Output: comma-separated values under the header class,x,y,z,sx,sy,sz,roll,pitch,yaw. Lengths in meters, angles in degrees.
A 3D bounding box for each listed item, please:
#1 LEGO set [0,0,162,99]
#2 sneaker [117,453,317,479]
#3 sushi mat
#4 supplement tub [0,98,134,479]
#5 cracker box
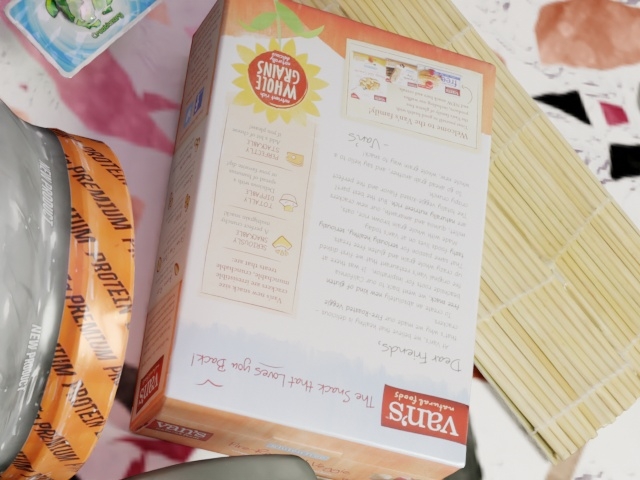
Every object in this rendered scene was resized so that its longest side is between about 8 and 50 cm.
class,x,y,z,sx,sy,sz,roll,pitch,yaw
LEGO set,-0.187,-0.147,0.946,0.182,0.060,0.244,47,63,-2
sneaker,-0.090,0.173,0.800,0.227,0.087,0.130,-17,76,-31
sushi mat,0.081,-0.036,1.040,0.151,0.019,0.316,-36,85,-36
supplement tub,-0.246,0.010,0.728,0.316,0.193,0.193,8,62,-26
cracker box,0.000,0.000,0.935,0.155,0.067,0.232,16,62,-17
